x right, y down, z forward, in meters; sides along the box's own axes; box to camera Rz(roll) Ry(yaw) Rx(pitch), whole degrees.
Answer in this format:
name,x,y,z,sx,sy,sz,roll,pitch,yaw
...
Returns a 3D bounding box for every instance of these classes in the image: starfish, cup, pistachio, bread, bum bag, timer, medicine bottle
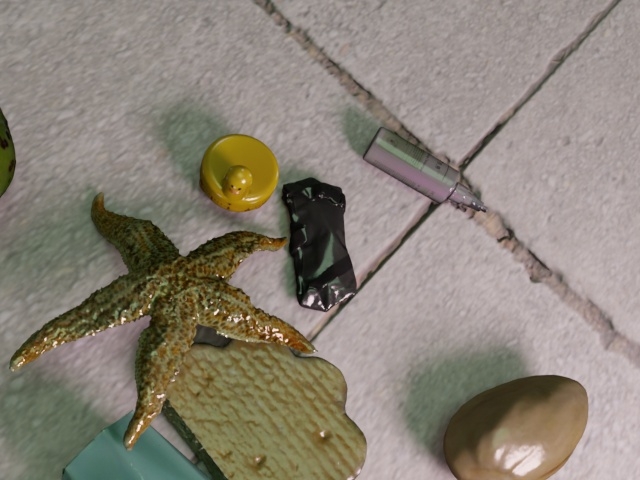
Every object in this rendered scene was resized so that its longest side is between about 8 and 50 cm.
name,x,y,z,sx,sy,sz,roll,pitch,yaw
starfish,-0.163,0.078,0.971,0.347,0.078,0.358,11,44,-15
cup,-0.163,0.303,0.900,0.134,0.148,0.235,-44,79,-11
pistachio,0.255,0.245,1.063,0.225,0.136,0.136,-23,76,-31
bread,-0.053,0.223,1.005,0.207,0.056,0.287,-31,78,-26
bum bag,0.000,0.000,1.125,0.087,0.049,0.198,-3,69,-14
timer,-0.106,-0.092,1.096,0.107,0.109,0.107,7,65,-15
medicine bottle,0.160,-0.094,1.212,0.199,0.058,0.058,31,62,-3

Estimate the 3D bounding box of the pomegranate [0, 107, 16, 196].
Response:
name,x,y,z,sx,sy,sz,roll,pitch,yaw
pomegranate,-0.467,-0.099,0.904,0.254,0.270,0.254,-3,98,-20
